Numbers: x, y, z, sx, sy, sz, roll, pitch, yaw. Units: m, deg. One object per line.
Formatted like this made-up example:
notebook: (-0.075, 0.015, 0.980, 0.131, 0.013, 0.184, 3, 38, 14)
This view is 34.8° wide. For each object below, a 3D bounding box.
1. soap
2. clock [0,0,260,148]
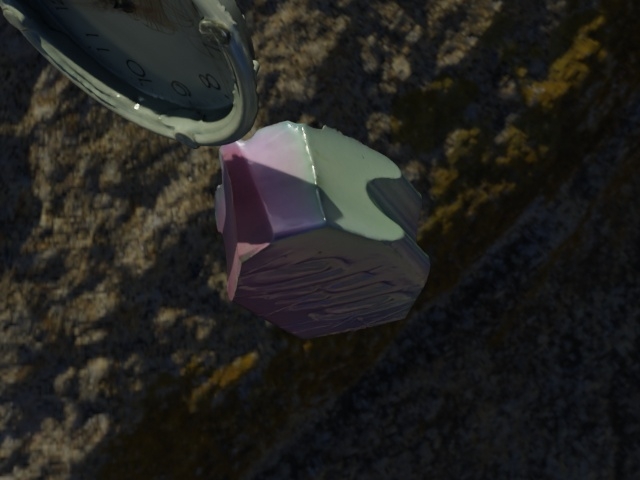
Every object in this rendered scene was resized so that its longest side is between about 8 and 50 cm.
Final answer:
soap: (0.000, 0.000, 0.983, 0.193, 0.109, 0.324, -15, 158, 15)
clock: (-0.130, -0.159, 0.682, 0.236, 0.236, 0.053, 49, 64, -31)
